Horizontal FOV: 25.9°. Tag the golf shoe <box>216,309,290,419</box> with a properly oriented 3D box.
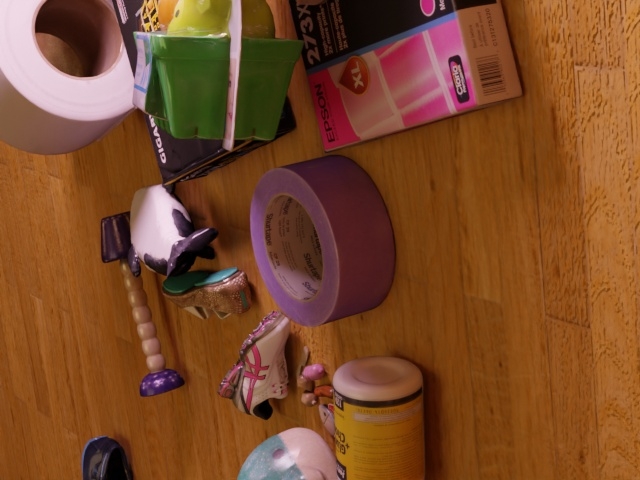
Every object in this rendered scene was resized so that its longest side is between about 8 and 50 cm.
[{"bbox_3d":[-0.068,0.162,1.819,0.086,0.067,0.186,35,136,7],"label":"golf shoe"}]

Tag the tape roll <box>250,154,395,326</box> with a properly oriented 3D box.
[{"bbox_3d":[0.000,0.000,1.612,0.189,0.080,0.189,32,130,48],"label":"tape roll"}]

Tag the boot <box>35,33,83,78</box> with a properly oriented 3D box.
[{"bbox_3d":[-0.384,-0.329,2.100,0.115,0.112,0.305,15,115,21],"label":"boot"}]

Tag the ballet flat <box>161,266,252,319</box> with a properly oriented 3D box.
[{"bbox_3d":[-0.157,0.078,1.912,0.206,0.073,0.067,-2,115,62],"label":"ballet flat"}]

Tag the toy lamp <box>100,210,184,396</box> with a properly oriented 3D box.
[{"bbox_3d":[-0.272,0.093,2.094,0.080,0.080,0.275,-6,99,59],"label":"toy lamp"}]

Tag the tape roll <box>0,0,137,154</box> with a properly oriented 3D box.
[{"bbox_3d":[-0.359,-0.256,1.919,0.169,0.246,0.246,-27,80,59],"label":"tape roll"}]

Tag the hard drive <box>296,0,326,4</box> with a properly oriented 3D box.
[{"bbox_3d":[-0.009,-0.426,1.420,0.203,0.040,0.308,-50,49,54],"label":"hard drive"}]

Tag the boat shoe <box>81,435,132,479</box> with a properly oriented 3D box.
[{"bbox_3d":[-0.356,0.465,2.362,0.089,0.109,0.258,-4,102,55],"label":"boat shoe"}]

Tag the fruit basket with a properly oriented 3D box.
[{"bbox_3d":[-0.124,-0.283,1.478,0.327,0.165,0.353,-143,48,-74],"label":"fruit basket"}]

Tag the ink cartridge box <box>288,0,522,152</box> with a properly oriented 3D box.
[{"bbox_3d":[0.059,-0.197,1.454,0.371,0.069,0.176,-10,94,61],"label":"ink cartridge box"}]

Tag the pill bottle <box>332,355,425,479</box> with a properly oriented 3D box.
[{"bbox_3d":[0.068,0.232,1.580,0.103,0.103,0.184,23,122,52],"label":"pill bottle"}]

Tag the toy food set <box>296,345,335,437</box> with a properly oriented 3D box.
[{"bbox_3d":[-0.001,0.196,1.754,0.122,0.019,0.078,51,142,34],"label":"toy food set"}]

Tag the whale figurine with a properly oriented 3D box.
[{"bbox_3d":[-0.014,0.357,1.675,0.216,0.141,0.272,73,170,-46],"label":"whale figurine"}]

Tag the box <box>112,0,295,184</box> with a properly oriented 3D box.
[{"bbox_3d":[-0.163,-0.255,1.767,0.257,0.079,0.322,-18,87,57],"label":"box"}]

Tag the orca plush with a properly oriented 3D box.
[{"bbox_3d":[-0.182,-0.010,1.899,0.287,0.102,0.151,4,79,67],"label":"orca plush"}]
